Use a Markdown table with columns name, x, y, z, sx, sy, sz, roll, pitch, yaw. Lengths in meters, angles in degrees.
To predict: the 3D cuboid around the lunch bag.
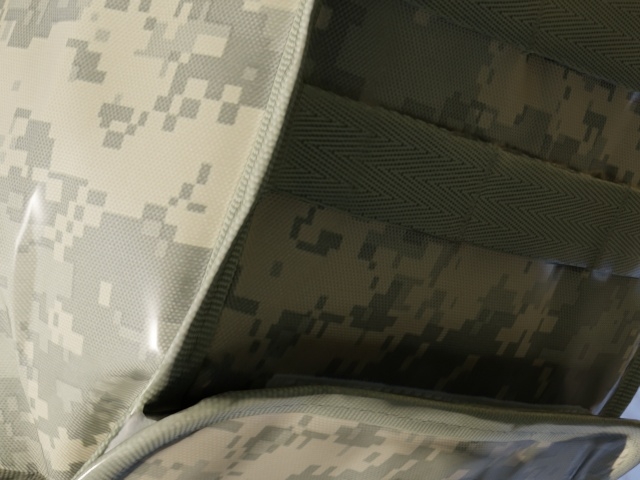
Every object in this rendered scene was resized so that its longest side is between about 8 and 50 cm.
| name | x | y | z | sx | sy | sz | roll | pitch | yaw |
| --- | --- | --- | --- | --- | --- | --- | --- | --- | --- |
| lunch bag | 0.000 | 0.000 | 0.515 | 0.235 | 0.169 | 0.287 | 12 | -82 | -49 |
